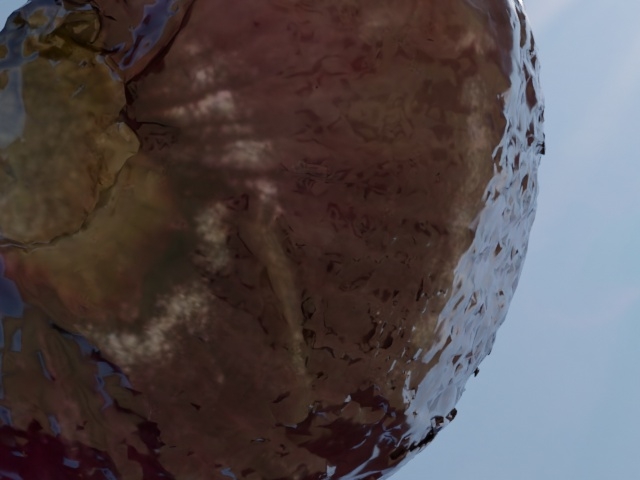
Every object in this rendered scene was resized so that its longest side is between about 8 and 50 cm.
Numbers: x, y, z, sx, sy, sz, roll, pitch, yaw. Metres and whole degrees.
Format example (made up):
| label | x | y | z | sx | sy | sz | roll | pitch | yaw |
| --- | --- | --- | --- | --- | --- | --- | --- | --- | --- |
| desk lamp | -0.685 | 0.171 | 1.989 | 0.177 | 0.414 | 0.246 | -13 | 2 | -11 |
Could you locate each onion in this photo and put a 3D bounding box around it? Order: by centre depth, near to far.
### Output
| label | x | y | z | sx | sy | sz | roll | pitch | yaw |
| --- | --- | --- | --- | --- | --- | --- | --- | --- | --- |
| onion | 0.000 | 0.000 | 0.666 | 0.267 | 0.159 | 0.349 | -63 | -16 | 4 |
